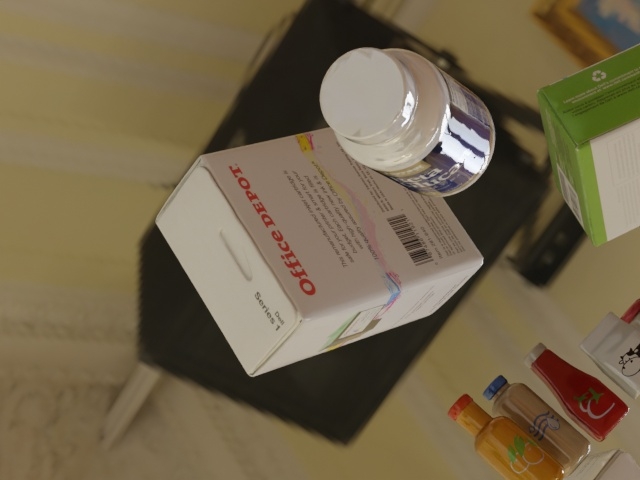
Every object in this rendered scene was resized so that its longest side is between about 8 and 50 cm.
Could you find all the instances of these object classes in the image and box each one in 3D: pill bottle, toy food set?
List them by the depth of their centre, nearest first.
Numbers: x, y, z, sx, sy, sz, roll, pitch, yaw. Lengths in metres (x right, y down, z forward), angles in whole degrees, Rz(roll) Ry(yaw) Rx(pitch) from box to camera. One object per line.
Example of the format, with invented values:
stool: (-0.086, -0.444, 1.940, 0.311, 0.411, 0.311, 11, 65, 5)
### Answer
pill bottle: (0.065, -0.093, 1.332, 0.094, 0.094, 0.169, 46, -169, 25)
toy food set: (0.218, 0.104, 1.445, 0.104, 0.232, 0.111, 42, 174, 14)

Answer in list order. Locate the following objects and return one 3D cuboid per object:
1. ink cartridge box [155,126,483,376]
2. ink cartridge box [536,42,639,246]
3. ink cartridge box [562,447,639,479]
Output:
ink cartridge box: (0.000, 0.000, 1.783, 0.278, 0.117, 0.201, -16, -114, -44)
ink cartridge box: (0.378, -0.128, 1.865, 0.189, 0.255, 0.097, 68, 176, -53)
ink cartridge box: (0.311, 0.347, 2.051, 0.154, 0.212, 0.093, 53, -129, -7)
